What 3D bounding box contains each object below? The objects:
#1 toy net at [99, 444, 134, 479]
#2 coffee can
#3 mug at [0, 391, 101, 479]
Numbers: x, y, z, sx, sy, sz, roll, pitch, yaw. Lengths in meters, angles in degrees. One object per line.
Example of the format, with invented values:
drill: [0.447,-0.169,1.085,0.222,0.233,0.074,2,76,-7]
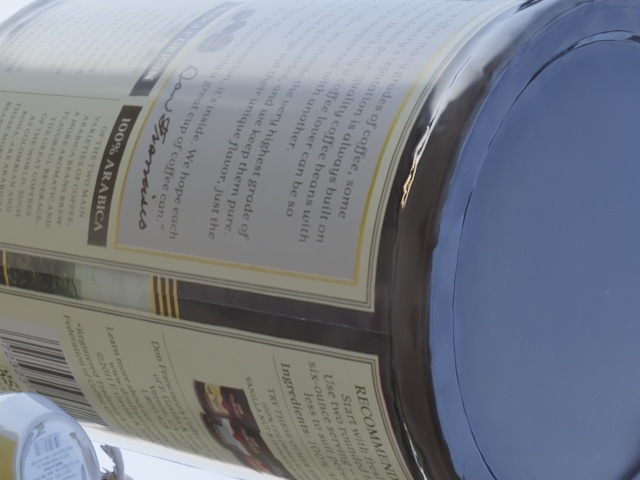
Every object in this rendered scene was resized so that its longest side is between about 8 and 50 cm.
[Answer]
toy net: [-0.114,0.183,1.227,0.232,0.045,0.122,52,4,-25]
coffee can: [0.000,0.000,0.706,0.275,0.201,0.202,8,-62,43]
mug: [-0.095,0.074,0.476,0.064,0.078,0.062,-13,-42,30]
